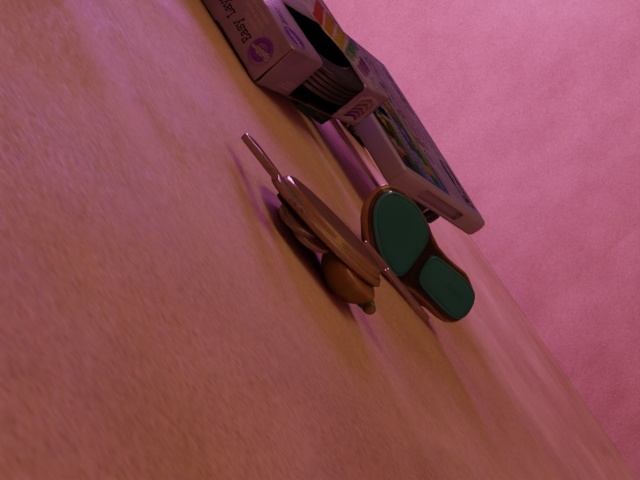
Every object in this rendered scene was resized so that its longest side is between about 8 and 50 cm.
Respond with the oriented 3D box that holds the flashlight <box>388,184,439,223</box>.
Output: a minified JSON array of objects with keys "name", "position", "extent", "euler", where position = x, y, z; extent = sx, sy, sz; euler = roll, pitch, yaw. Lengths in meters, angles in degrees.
[{"name":"flashlight","position":[0.094,-0.163,2.014],"extent":[0.103,0.103,0.304],"euler":[-25,72,-37]}]

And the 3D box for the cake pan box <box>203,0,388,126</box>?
[{"name":"cake pan box","position":[-0.051,-0.267,1.552],"extent":[0.246,0.070,0.267],"euler":[14,40,-58]}]

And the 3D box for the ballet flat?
[{"name":"ballet flat","position":[0.089,0.015,1.397],"extent":[0.073,0.080,0.232],"euler":[23,-20,45]}]

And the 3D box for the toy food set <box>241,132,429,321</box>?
[{"name":"toy food set","position":[0.000,0.000,1.035],"extent":[0.192,0.038,0.132],"euler":[41,8,-39]}]

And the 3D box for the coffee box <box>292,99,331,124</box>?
[{"name":"coffee box","position":[-0.047,-0.245,1.710],"extent":[0.184,0.040,0.113],"euler":[56,10,15]}]

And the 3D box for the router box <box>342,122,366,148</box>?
[{"name":"router box","position":[0.054,-0.215,2.177],"extent":[0.092,0.038,0.122],"euler":[60,9,30]}]

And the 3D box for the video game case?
[{"name":"video game case","position":[0.091,-0.174,1.824],"extent":[0.300,0.036,0.329],"euler":[26,31,-60]}]
